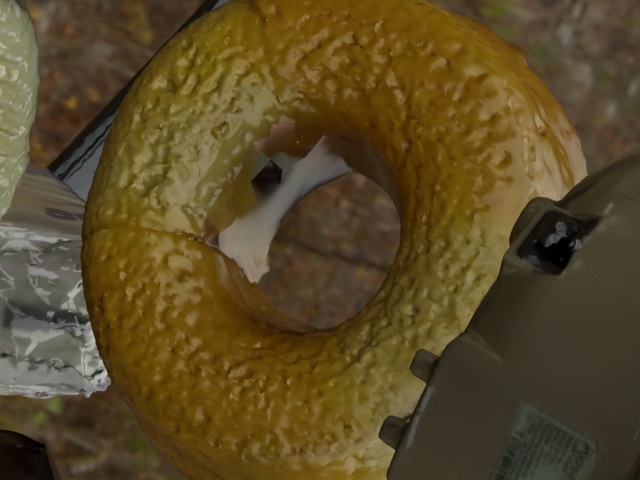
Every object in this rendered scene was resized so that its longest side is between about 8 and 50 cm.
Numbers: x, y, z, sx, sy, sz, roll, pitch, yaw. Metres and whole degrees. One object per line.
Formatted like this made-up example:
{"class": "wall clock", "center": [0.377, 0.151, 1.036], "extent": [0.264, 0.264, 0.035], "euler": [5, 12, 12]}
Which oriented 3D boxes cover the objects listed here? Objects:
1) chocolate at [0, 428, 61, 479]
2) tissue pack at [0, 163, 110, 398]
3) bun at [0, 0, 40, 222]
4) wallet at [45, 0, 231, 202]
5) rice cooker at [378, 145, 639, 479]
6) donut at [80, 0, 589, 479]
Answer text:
{"class": "chocolate", "center": [-0.184, 0.164, 1.000], "extent": [0.133, 0.127, 0.124], "euler": [-21, 166, -11]}
{"class": "tissue pack", "center": [-0.273, 0.009, 1.326], "extent": [0.343, 0.242, 0.125], "euler": [-151, -110, -73]}
{"class": "bun", "center": [-0.235, -0.061, 0.902], "extent": [0.244, 0.153, 0.244], "euler": [-45, 150, -34]}
{"class": "wallet", "center": [-0.107, -0.103, 1.722], "extent": [0.321, 0.044, 0.170], "euler": [-49, 133, -9]}
{"class": "rice cooker", "center": [0.099, 0.048, 0.530], "extent": [0.206, 0.127, 0.145], "euler": [-24, 141, -59]}
{"class": "donut", "center": [0.000, 0.000, 1.063], "extent": [0.303, 0.303, 0.110], "euler": [-64, 164, -4]}
